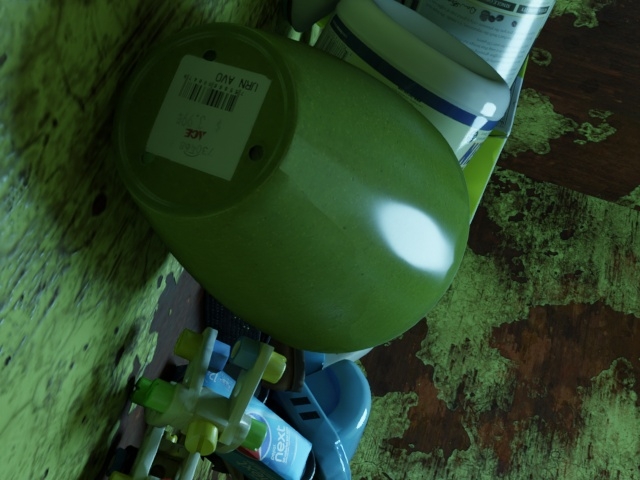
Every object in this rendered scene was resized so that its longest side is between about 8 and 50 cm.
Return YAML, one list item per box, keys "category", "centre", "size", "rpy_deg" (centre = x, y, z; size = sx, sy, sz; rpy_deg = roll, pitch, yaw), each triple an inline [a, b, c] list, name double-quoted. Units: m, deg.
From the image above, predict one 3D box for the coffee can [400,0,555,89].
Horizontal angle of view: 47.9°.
- category: "coffee can"
  centre: [0.220, -0.343, 0.988]
  size: [0.201, 0.201, 0.275]
  rpy_deg: [-64, 176, -52]

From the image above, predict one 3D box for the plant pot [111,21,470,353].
- category: "plant pot"
  centre: [-0.033, -0.052, 0.603]
  size: [0.275, 0.274, 0.293]
  rpy_deg: [-71, 158, -5]

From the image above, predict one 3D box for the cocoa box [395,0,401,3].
- category: "cocoa box"
  centre: [0.232, -0.487, 1.228]
  size: [0.347, 0.227, 0.231]
  rpy_deg: [-91, -169, -48]

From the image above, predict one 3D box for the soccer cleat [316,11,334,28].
- category: "soccer cleat"
  centre: [0.053, -0.358, 1.071]
  size: [0.289, 0.093, 0.121]
  rpy_deg: [-65, 174, -48]

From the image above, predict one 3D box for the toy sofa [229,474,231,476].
- category: "toy sofa"
  centre: [-0.130, 0.436, 1.764]
  size: [0.363, 0.177, 0.150]
  rpy_deg: [102, -16, -47]

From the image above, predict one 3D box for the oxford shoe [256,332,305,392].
- category: "oxford shoe"
  centre: [-0.071, 0.141, 1.142]
  size: [0.212, 0.076, 0.076]
  rpy_deg: [-97, -165, -45]

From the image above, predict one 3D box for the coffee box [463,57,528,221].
- category: "coffee box"
  centre: [0.166, -0.213, 1.365]
  size: [0.338, 0.338, 0.334]
  rpy_deg: [102, 9, -47]

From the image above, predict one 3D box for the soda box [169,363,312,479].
- category: "soda box"
  centre: [-0.108, 0.244, 0.942]
  size: [0.071, 0.210, 0.067]
  rpy_deg: [-16, -140, 40]

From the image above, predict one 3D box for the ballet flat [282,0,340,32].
- category: "ballet flat"
  centre: [0.077, -0.427, 0.889]
  size: [0.139, 0.139, 0.400]
  rpy_deg: [87, 22, -75]

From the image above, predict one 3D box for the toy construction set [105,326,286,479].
- category: "toy construction set"
  centre: [-0.160, 0.246, 0.684]
  size: [0.215, 0.151, 0.328]
  rpy_deg: [-40, -166, 50]

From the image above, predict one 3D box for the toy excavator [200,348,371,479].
- category: "toy excavator"
  centre: [-0.004, 0.235, 1.257]
  size: [0.445, 0.433, 0.222]
  rpy_deg: [-19, 145, -26]

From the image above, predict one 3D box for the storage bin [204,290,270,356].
- category: "storage bin"
  centre: [-0.104, 0.082, 1.032]
  size: [0.180, 0.084, 0.122]
  rpy_deg: [103, 8, -52]

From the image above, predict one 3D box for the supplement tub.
- category: "supplement tub"
  centre: [0.052, -0.114, 0.901]
  size: [0.325, 0.235, 0.235]
  rpy_deg: [-56, -179, 25]
